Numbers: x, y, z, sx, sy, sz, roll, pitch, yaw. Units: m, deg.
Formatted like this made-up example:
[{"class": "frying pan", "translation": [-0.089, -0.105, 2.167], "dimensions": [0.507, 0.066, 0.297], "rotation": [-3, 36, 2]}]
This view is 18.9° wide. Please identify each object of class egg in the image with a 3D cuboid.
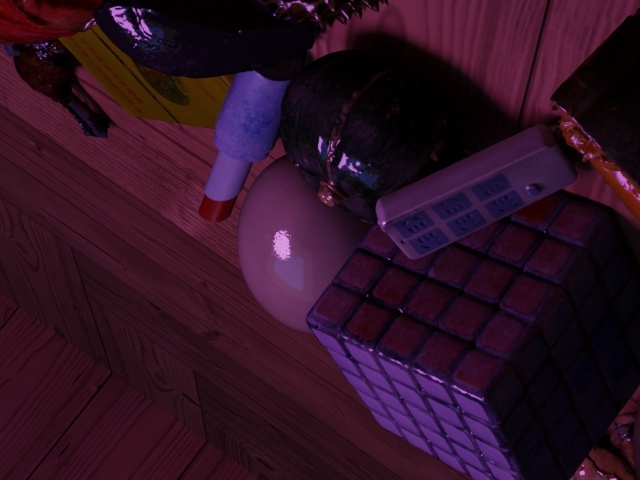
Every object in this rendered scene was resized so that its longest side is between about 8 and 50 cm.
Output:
[{"class": "egg", "translation": [0.000, 0.000, 2.103], "dimensions": [0.186, 0.186, 0.242], "rotation": [29, 149, 27]}]

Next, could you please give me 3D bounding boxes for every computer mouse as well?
[{"class": "computer mouse", "translation": [-0.111, -0.196, 1.849], "dimensions": [0.217, 0.073, 0.122], "rotation": [0, 167, -21]}]

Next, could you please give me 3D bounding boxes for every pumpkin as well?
[{"class": "pumpkin", "translation": [0.048, -0.096, 1.826], "dimensions": [0.190, 0.146, 0.190], "rotation": [51, -179, -2]}, {"class": "pumpkin", "translation": [0.260, -0.092, 1.477], "dimensions": [0.131, 0.126, 0.248], "rotation": [41, -179, 7]}]

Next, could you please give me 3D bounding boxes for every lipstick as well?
[{"class": "lipstick", "translation": [-0.083, -0.107, 2.050], "dimensions": [0.068, 0.061, 0.274], "rotation": [15, 142, -8]}]

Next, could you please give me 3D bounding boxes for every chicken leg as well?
[{"class": "chicken leg", "translation": [-0.338, -0.211, 2.473], "dimensions": [0.106, 0.051, 0.253], "rotation": [24, 162, 23]}]

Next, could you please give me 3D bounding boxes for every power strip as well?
[{"class": "power strip", "translation": [0.142, -0.044, 1.747], "dimensions": [0.081, 0.192, 0.035], "rotation": [47, -158, -53]}]

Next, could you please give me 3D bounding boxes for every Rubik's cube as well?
[{"class": "Rubik's cube", "translation": [0.169, 0.088, 1.908], "dimensions": [0.238, 0.237, 0.237], "rotation": [25, 160, 37]}]

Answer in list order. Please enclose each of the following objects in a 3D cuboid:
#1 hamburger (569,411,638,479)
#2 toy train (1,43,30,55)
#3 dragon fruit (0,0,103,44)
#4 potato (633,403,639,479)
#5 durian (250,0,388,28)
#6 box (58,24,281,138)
[{"class": "hamburger", "translation": [0.396, 0.294, 2.149], "dimensions": [0.259, 0.144, 0.283], "rotation": [41, 167, 5]}, {"class": "toy train", "translation": [-0.414, -0.338, 2.116], "dimensions": [0.231, 0.163, 0.369], "rotation": [1, 142, 42]}, {"class": "dragon fruit", "translation": [-0.265, -0.320, 1.877], "dimensions": [0.330, 0.302, 0.240], "rotation": [-11, 98, 48]}, {"class": "potato", "translation": [0.408, 0.202, 1.744], "dimensions": [0.243, 0.221, 0.326], "rotation": [18, 160, 25]}, {"class": "durian", "translation": [-0.028, -0.263, 1.562], "dimensions": [0.237, 0.138, 0.193], "rotation": [16, 153, 52]}, {"class": "box", "translation": [-0.179, -0.203, 2.176], "dimensions": [0.187, 0.047, 0.335], "rotation": [48, 161, -30]}]
